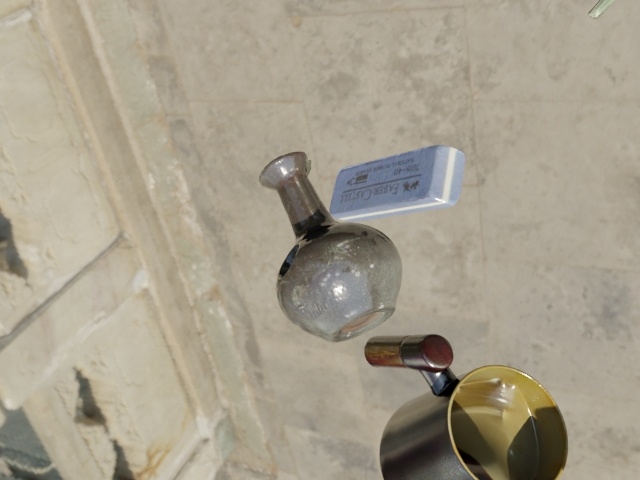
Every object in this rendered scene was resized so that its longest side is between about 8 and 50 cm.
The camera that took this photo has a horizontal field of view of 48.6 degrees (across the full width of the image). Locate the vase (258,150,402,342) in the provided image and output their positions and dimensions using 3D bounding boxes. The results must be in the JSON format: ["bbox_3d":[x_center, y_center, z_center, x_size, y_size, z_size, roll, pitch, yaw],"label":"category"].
[{"bbox_3d":[0.000,0.000,0.663,0.120,0.120,0.183,-49,58,44],"label":"vase"}]

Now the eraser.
[{"bbox_3d":[0.103,-0.077,1.005,0.036,0.082,0.225,26,160,-35],"label":"eraser"}]

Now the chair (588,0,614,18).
[{"bbox_3d":[0.600,-0.560,1.362,0.190,0.275,0.203,-16,81,-1],"label":"chair"}]

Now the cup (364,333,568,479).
[{"bbox_3d":[0.141,0.219,0.811,0.239,0.166,0.177,29,149,0],"label":"cup"}]
